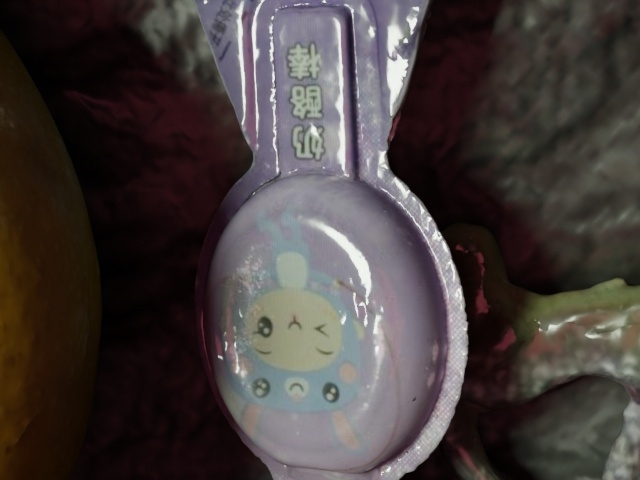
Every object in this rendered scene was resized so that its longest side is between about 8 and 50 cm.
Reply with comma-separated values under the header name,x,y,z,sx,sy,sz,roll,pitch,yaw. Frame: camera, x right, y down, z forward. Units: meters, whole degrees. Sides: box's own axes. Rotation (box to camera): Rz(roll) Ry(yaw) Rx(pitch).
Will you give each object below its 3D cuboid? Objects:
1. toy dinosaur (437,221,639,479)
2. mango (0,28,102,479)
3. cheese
name,x,y,z,sx,sy,sz,roll,pitch,yaw
toy dinosaur,0.159,0.091,0.628,0.162,0.077,0.294,-44,76,26
mango,-0.186,-0.026,0.611,0.193,0.146,0.316,-26,88,8
cheese,0.000,0.000,0.636,0.105,0.042,0.191,0,96,30
